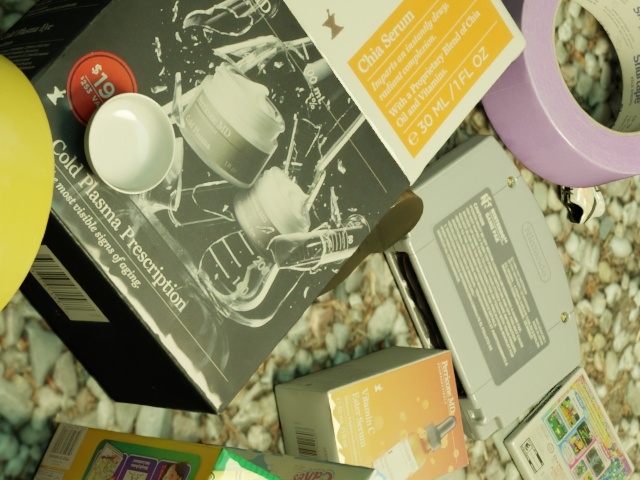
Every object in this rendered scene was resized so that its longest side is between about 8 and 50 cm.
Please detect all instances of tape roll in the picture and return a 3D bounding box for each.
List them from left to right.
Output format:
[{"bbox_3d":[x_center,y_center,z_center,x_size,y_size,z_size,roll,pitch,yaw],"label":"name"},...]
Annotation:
[{"bbox_3d":[0.304,-0.201,1.963,0.275,0.090,0.274,7,77,-34],"label":"tape roll"}]

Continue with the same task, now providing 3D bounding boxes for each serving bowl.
[{"bbox_3d":[-0.162,-0.080,1.438,0.083,0.027,0.083,-1,92,-37],"label":"serving bowl"}]

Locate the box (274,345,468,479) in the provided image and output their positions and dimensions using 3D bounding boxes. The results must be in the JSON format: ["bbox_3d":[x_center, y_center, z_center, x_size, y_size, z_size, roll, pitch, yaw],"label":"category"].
[{"bbox_3d":[0.054,0.191,1.794,0.170,0.091,0.130,-16,100,-37],"label":"box"}]

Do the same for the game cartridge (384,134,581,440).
[{"bbox_3d":[0.182,0.045,1.919,0.198,0.062,0.297,-36,111,-37],"label":"game cartridge"}]

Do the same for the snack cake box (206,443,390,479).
[{"bbox_3d":[-0.007,0.276,1.635,0.152,0.264,0.089,46,63,-29],"label":"snack cake box"}]

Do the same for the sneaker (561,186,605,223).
[{"bbox_3d":[0.296,-0.068,2.016,0.044,0.040,0.109,-34,110,-31],"label":"sneaker"}]

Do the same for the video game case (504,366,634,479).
[{"bbox_3d":[0.292,0.251,2.027,0.143,0.019,0.157,-42,113,-31],"label":"video game case"}]

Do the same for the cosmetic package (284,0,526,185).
[{"bbox_3d":[-0.016,-0.289,1.695,0.230,0.161,0.453,-51,118,-26],"label":"cosmetic package"}]

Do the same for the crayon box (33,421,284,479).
[{"bbox_3d":[-0.164,0.256,1.503,0.081,0.278,0.165,34,70,-32],"label":"crayon box"}]

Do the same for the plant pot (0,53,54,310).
[{"bbox_3d":[-0.370,-0.054,1.298,0.239,0.254,0.254,15,80,-54],"label":"plant pot"}]

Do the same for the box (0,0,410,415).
[{"bbox_3d":[-0.143,-0.073,1.584,0.312,0.179,0.343,-51,119,-27],"label":"box"}]

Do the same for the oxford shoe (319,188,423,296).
[{"bbox_3d":[0.000,0.000,1.773,0.212,0.076,0.076,-31,143,-20],"label":"oxford shoe"}]
